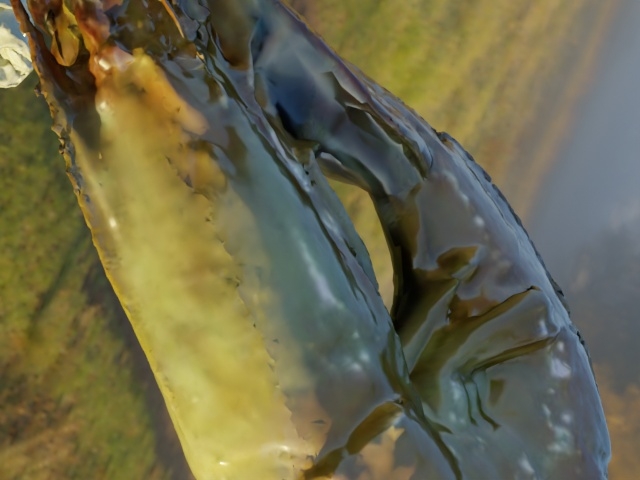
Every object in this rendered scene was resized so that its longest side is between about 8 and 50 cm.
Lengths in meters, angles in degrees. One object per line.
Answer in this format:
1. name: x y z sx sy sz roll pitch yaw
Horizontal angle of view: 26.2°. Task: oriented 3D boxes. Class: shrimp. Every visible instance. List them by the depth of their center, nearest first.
1. shrimp: -0.001 0.000 0.380 0.145 0.267 0.061 -36 -179 -36

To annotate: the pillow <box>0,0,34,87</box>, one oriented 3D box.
1. pillow: -0.199 -0.154 0.601 0.078 0.181 0.134 -28 163 35
